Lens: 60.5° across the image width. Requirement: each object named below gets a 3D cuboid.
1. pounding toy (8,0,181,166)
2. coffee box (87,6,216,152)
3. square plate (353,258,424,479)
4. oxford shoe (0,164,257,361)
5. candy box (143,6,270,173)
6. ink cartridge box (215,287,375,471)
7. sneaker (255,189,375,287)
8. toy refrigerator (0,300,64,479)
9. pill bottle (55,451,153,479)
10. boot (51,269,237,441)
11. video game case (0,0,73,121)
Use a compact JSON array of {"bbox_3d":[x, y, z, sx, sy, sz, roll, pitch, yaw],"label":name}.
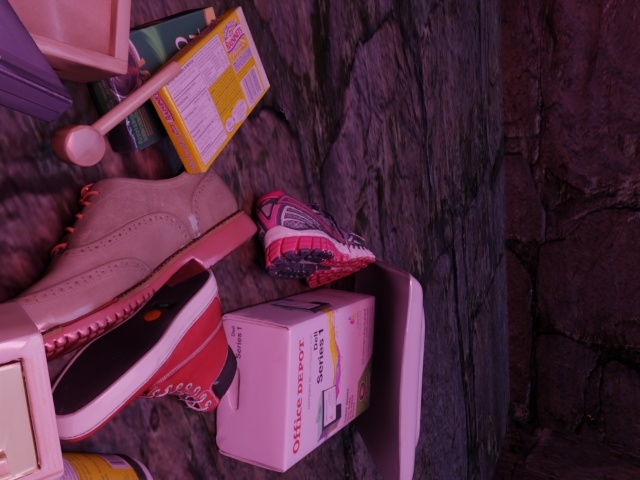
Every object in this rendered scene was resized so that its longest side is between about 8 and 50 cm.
[{"bbox_3d":[-0.217,-0.166,0.459,0.181,0.094,0.206,1,94,-50],"label":"pounding toy"},{"bbox_3d":[-0.171,-0.183,0.608,0.184,0.040,0.113,-47,132,-48],"label":"coffee box"},{"bbox_3d":[0.111,0.204,0.957,0.344,0.049,0.347,-150,-118,-79],"label":"square plate"},{"bbox_3d":[-0.214,0.016,0.528,0.348,0.123,0.130,-38,100,-51],"label":"oxford shoe"},{"bbox_3d":[-0.116,-0.174,0.613,0.206,0.027,0.105,-67,143,-47],"label":"candy box"},{"bbox_3d":[-0.025,0.195,0.845,0.278,0.117,0.201,-7,100,-60],"label":"ink cartridge box"},{"bbox_3d":[0.000,0.000,0.872,0.299,0.120,0.112,28,39,-66],"label":"sneaker"},{"bbox_3d":[-0.294,0.120,0.292,0.269,0.094,0.102,-11,106,-37],"label":"toy refrigerator"},{"bbox_3d":[-0.249,0.240,0.460,0.208,0.119,0.119,37,63,-56],"label":"pill bottle"},{"bbox_3d":[-0.177,0.165,0.613,0.244,0.088,0.176,-49,136,-51],"label":"boot"},{"bbox_3d":[-0.252,-0.191,0.258,0.274,0.026,0.196,54,8,9],"label":"video game case"}]
